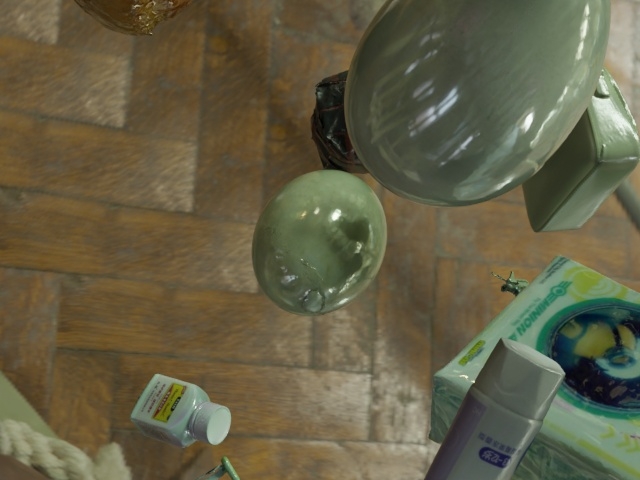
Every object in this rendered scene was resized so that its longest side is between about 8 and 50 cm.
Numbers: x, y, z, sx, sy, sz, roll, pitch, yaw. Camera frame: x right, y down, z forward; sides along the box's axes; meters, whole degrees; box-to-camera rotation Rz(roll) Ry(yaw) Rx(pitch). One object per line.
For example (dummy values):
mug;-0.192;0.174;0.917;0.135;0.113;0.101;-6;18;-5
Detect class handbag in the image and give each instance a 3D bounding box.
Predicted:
handbag;0.327;-0.147;1.511;0.079;0.256;0.219;-6;68;-15
handbag;0.069;-0.185;1.759;0.169;0.215;0.155;-14;79;-5

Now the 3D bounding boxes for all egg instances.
egg;0.000;0.000;1.613;0.186;0.186;0.253;43;42;-18
egg;0.104;-0.114;0.745;0.151;0.209;0.151;28;33;-20

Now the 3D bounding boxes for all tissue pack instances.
tissue pack;0.370;0.212;1.382;0.287;0.388;0.162;-40;142;-31

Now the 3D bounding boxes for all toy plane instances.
toy plane;0.304;0.071;1.757;0.083;0.080;0.033;27;83;-55

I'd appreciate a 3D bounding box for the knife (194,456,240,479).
knife;-0.158;0.264;0.973;0.212;0.015;0.054;-32;113;-6

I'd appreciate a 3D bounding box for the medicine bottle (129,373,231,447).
medicine bottle;-0.178;0.225;1.463;0.074;0.118;0.055;-59;145;-28

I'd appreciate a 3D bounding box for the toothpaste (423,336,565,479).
toothpaste;0.130;0.276;1.155;0.125;0.080;0.371;16;105;-49

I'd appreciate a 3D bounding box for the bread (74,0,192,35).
bread;-0.153;-0.235;0.896;0.129;0.260;0.134;-32;123;-5
